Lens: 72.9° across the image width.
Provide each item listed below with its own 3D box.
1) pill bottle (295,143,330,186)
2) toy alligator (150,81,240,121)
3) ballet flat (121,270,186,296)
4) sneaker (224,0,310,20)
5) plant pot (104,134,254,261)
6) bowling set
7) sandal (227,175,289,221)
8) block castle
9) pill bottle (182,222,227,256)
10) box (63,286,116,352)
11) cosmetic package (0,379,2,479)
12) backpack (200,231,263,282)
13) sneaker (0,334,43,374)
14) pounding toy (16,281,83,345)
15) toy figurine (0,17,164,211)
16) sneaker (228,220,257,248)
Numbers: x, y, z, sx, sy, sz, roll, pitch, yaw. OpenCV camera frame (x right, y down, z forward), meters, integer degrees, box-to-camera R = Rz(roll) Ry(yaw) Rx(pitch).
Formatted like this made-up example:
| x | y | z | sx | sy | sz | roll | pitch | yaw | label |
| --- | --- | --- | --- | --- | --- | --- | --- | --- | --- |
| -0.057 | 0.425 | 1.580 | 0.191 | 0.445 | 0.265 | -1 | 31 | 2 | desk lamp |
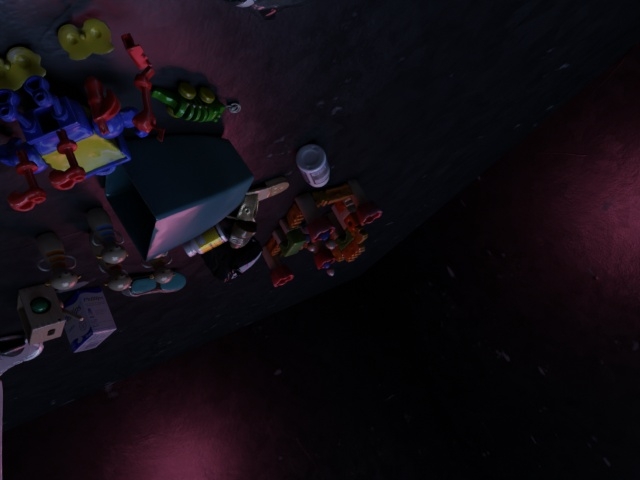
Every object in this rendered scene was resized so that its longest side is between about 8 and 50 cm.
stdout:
| x | y | z | sx | sy | sz | roll | pitch | yaw | label |
| --- | --- | --- | --- | --- | --- | --- | --- | --- | --- |
| -0.016 | -0.194 | 1.153 | 0.078 | 0.078 | 0.137 | -30 | 166 | 0 | pill bottle |
| -0.199 | -0.226 | 0.749 | 0.056 | 0.051 | 0.190 | -38 | 163 | 32 | toy alligator |
| -0.522 | 0.132 | 1.350 | 0.068 | 0.072 | 0.213 | -6 | 178 | 32 | ballet flat |
| -0.018 | -0.373 | 0.561 | 0.234 | 0.078 | 0.106 | -30 | 169 | 19 | sneaker |
| -0.263 | -0.104 | 0.845 | 0.234 | 0.165 | 0.165 | -28 | 167 | -37 | plant pot |
| -0.418 | 0.007 | 0.917 | 0.200 | 0.154 | 0.287 | -40 | 163 | 35 | bowling set |
| -0.185 | -0.091 | 1.175 | 0.240 | 0.079 | 0.088 | -26 | 165 | -11 | sandal |
| 0.000 | 0.000 | 1.571 | 0.303 | 0.212 | 0.453 | -19 | 162 | -34 | block castle |
| -0.330 | -0.001 | 1.234 | 0.117 | 0.065 | 0.065 | -28 | 165 | -3 | pill bottle |
| -0.657 | 0.222 | 1.219 | 0.126 | 0.137 | 0.072 | -37 | 162 | 27 | box |
| -1.016 | 0.532 | 0.989 | 0.330 | 0.327 | 0.394 | -23 | 160 | 33 | cosmetic package |
| -0.275 | 0.041 | 1.367 | 0.115 | 0.151 | 0.182 | -35 | 178 | 39 | backpack |
| -0.924 | 0.329 | 1.217 | 0.229 | 0.086 | 0.132 | -33 | 161 | -21 | sneaker |
| -0.669 | 0.179 | 1.067 | 0.100 | 0.130 | 0.141 | -16 | 160 | -44 | pounding toy |
| -0.363 | -0.107 | 0.599 | 0.363 | 0.191 | 0.217 | -27 | 170 | -5 | toy figurine |
| -0.228 | -0.011 | 1.240 | 0.086 | 0.064 | 0.192 | -58 | -173 | 7 | sneaker |
